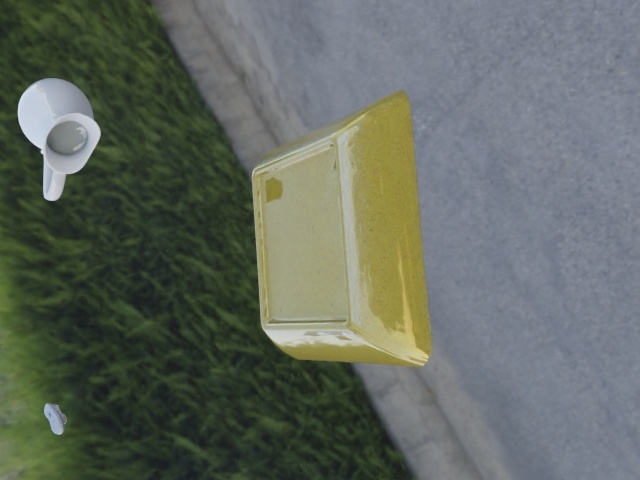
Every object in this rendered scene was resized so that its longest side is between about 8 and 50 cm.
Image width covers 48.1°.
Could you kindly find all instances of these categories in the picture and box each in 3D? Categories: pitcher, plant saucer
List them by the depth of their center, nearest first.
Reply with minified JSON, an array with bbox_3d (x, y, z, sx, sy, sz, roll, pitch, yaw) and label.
[{"bbox_3d":[0.000,0.000,0.954,0.333,0.081,0.332,-12,81,57],"label":"plant saucer"},{"bbox_3d":[-0.468,-0.183,1.268,0.207,0.126,0.177,48,117,47],"label":"pitcher"}]

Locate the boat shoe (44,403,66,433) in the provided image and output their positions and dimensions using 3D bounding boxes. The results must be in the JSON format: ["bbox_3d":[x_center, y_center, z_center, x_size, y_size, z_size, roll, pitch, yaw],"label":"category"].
[{"bbox_3d":[-0.577,0.393,1.583,0.100,0.035,0.035,29,103,48],"label":"boat shoe"}]
